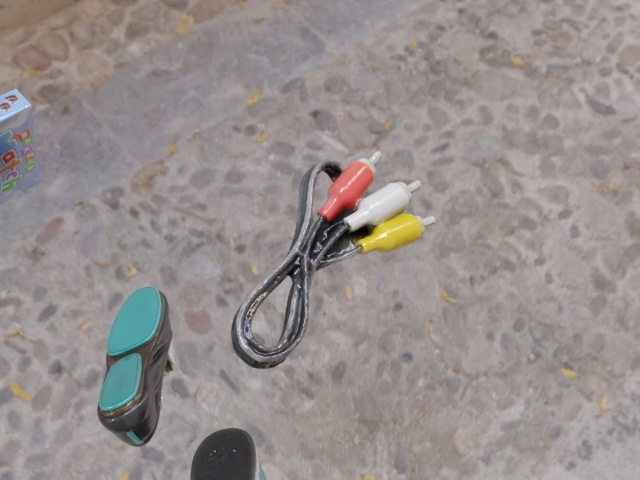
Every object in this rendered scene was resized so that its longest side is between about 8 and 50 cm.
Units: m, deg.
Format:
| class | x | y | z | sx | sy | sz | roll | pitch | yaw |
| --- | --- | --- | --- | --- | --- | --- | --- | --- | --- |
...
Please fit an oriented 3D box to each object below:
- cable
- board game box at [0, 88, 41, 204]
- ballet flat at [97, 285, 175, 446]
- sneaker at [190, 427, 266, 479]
| class | x | y | z | sx | sy | sz | roll | pitch | yaw |
| --- | --- | --- | --- | --- | --- | --- | --- | --- | --- |
| cable | 0.000 | 0.000 | 0.784 | 0.139 | 0.072 | 0.287 | 48 | 49 | 1 |
| board game box | -0.448 | -0.078 | 0.948 | 0.039 | 0.160 | 0.211 | 42 | 58 | 13 |
| ballet flat | -0.254 | 0.179 | 1.088 | 0.095 | 0.096 | 0.280 | -18 | 30 | 9 |
| sneaker | -0.107 | 0.396 | 0.927 | 0.123 | 0.179 | 0.296 | -9 | 35 | 10 |
